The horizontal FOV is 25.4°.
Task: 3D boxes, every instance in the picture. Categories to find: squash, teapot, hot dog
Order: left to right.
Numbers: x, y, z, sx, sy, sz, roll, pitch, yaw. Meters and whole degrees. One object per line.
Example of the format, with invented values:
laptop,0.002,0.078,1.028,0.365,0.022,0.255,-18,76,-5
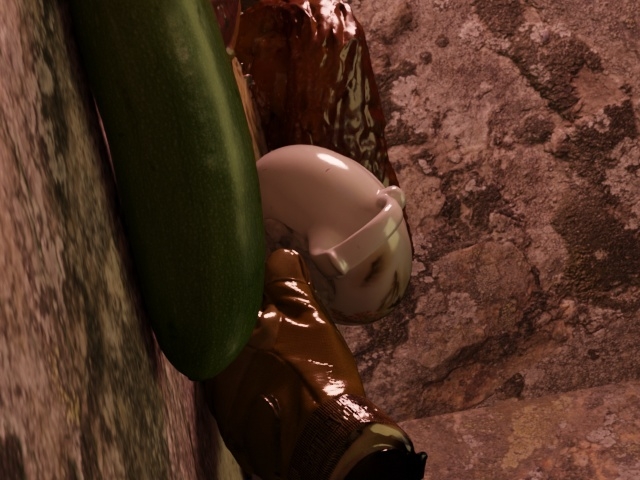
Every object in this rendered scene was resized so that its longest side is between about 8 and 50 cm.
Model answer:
squash,-0.107,-0.083,1.032,0.107,0.107,0.395,-92,170,-71
hot dog,-0.007,-0.107,1.721,0.267,0.174,0.387,38,-31,57
teapot,0.000,0.000,1.426,0.204,0.139,0.298,54,-27,-4

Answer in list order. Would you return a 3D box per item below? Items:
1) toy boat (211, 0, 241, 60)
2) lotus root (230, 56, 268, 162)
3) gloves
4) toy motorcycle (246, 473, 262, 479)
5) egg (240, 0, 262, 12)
toy boat,-0.131,-0.235,1.283,0.141,0.099,0.318,29,33,-28
lotus root,-0.110,-0.133,1.505,0.260,0.075,0.170,72,10,-62
gloves,-0.033,0.128,1.269,0.331,0.141,0.154,48,-22,50
toy motorcycle,-0.037,0.246,1.499,0.225,0.073,0.152,73,8,-53
egg,-0.058,-0.442,1.876,0.279,0.279,0.310,-98,-156,-45
